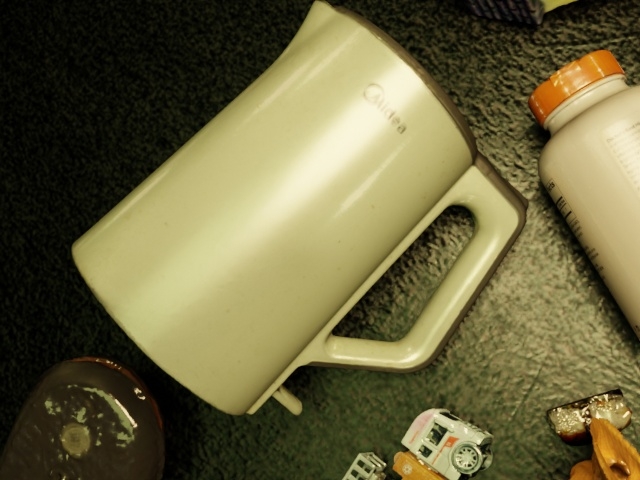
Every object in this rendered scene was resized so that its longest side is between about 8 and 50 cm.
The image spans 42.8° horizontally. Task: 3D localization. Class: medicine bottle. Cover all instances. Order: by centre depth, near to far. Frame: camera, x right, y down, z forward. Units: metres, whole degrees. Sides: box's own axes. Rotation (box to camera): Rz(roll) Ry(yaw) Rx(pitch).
[{"bbox_3d":[0.324,-0.048,0.822,0.157,0.157,0.288,-29,76,7],"label":"medicine bottle"}]

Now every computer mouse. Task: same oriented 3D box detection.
[{"bbox_3d":[-0.280,0.283,0.927,0.183,0.116,0.323,25,95,12],"label":"computer mouse"}]

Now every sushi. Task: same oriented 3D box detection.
[{"bbox_3d":[0.282,0.188,0.852,0.083,0.044,0.046,-20,77,11],"label":"sushi"}]

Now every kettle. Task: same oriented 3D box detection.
[{"bbox_3d":[0.000,0.000,0.866,0.361,0.250,0.376,45,90,-5],"label":"kettle"}]

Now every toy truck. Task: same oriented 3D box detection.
[{"bbox_3d":[0.097,0.255,0.868,0.115,0.080,0.177,34,91,25],"label":"toy truck"}]

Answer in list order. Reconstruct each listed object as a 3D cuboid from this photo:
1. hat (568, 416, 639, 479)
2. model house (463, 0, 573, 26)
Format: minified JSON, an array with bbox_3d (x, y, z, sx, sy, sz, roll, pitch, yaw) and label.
[{"bbox_3d":[0.232,0.326,0.773,0.233,0.244,0.233,-38,67,19],"label":"hat"},{"bbox_3d":[0.217,-0.345,0.883,0.211,0.194,0.170,-21,63,20],"label":"model house"}]
